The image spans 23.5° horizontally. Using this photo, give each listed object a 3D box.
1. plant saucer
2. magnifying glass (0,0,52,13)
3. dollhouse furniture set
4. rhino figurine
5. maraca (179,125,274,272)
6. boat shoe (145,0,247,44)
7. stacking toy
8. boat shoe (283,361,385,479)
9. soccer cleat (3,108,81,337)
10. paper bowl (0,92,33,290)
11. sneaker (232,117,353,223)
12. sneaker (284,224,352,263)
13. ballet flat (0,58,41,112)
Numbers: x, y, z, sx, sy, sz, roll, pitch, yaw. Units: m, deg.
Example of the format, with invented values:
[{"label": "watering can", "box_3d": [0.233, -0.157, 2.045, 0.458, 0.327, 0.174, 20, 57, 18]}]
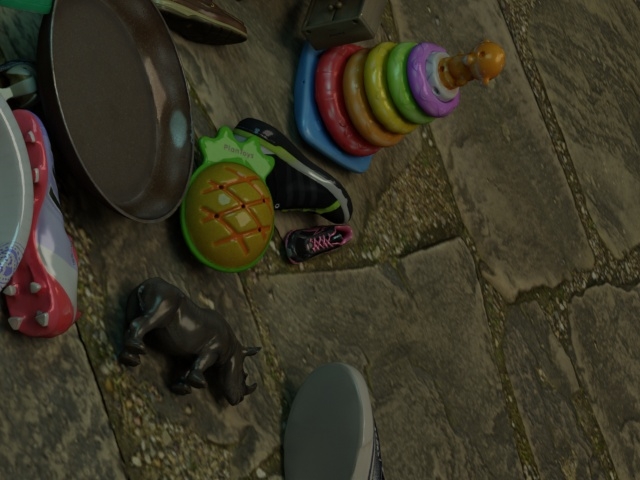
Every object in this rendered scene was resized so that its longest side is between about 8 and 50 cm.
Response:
[{"label": "plant saucer", "box_3d": [-0.240, -0.168, 1.776, 0.310, 0.050, 0.311, 43, 41, -54]}, {"label": "magnifying glass", "box_3d": [-0.392, -0.271, 1.601, 0.231, 0.092, 0.026, 11, 103, -27]}, {"label": "dollhouse furniture set", "box_3d": [-0.007, -0.400, 2.054, 0.242, 0.212, 0.161, 50, 45, -40]}, {"label": "rhino figurine", "box_3d": [-0.148, 0.127, 1.836, 0.243, 0.073, 0.106, 37, 55, -42]}, {"label": "maraca", "box_3d": [-0.112, -0.050, 1.904, 0.127, 0.099, 0.186, 17, 69, -28]}, {"label": "boat shoe", "box_3d": [-0.158, -0.293, 1.951, 0.178, 0.064, 0.060, 15, 70, -47]}, {"label": "stacking toy", "box_3d": [0.126, -0.215, 2.098, 0.165, 0.301, 0.175, 28, 58, -45]}, {"label": "boat shoe", "box_3d": [0.043, 0.333, 1.998, 0.158, 0.127, 0.341, 15, 76, -56]}, {"label": "soccer cleat", "box_3d": [-0.307, -0.017, 1.665, 0.095, 0.083, 0.248, -14, 97, -70]}, {"label": "paper bowl", "box_3d": [-0.424, -0.050, 1.467, 0.284, 0.148, 0.284, 20, 63, -48]}, {"label": "sneaker", "box_3d": [-0.054, -0.070, 2.031, 0.234, 0.084, 0.097, 39, 75, -38]}, {"label": "sneaker", "box_3d": [0.000, 0.000, 2.076, 0.119, 0.057, 0.047, -22, 99, -51]}, {"label": "ballet flat", "box_3d": [-0.345, -0.156, 1.670, 0.188, 0.070, 0.070, -38, 110, -50]}]
